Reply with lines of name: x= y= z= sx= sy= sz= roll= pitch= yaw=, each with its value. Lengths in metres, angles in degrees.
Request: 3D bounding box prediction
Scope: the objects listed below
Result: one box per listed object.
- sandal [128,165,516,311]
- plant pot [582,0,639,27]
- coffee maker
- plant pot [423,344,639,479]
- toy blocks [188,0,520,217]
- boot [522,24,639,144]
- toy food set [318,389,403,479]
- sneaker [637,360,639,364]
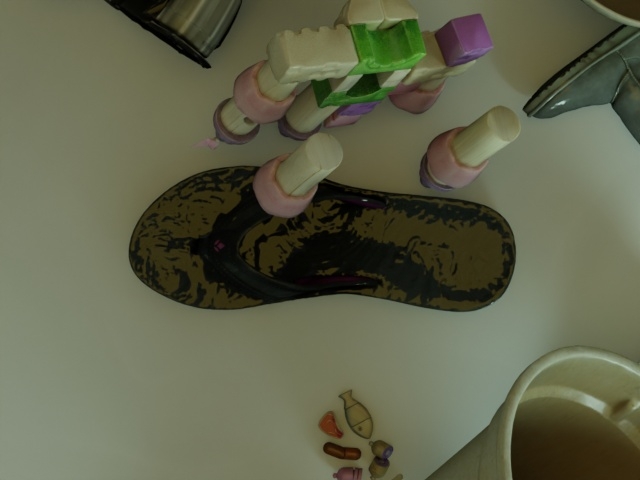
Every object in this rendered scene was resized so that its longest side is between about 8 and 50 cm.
sandal: x=0.001 y=-0.002 z=1.811 sx=0.445 sy=0.107 sz=0.167 roll=1 pitch=88 yaw=0
plant pot: x=0.374 y=-0.361 z=1.777 sx=0.284 sy=0.191 sz=0.284 roll=0 pitch=88 yaw=1
coffee maker: x=-0.148 y=-0.315 z=1.818 sx=0.171 sy=0.120 sz=0.178 roll=35 pitch=88 yaw=2
plant pot: x=0.221 y=0.323 z=1.671 sx=0.334 sy=0.334 sz=0.305 roll=54 pitch=134 yaw=2
toy blocks: x=0.020 y=-0.183 z=1.770 sx=0.288 sy=0.260 sz=0.309 roll=-10 pitch=77 yaw=-26
boot: x=0.363 y=-0.131 z=1.836 sx=0.189 sy=0.076 sz=0.208 roll=-35 pitch=95 yaw=2
toy food set: x=0.039 y=0.243 z=1.846 sx=0.078 sy=0.019 sz=0.122 roll=-36 pitch=88 yaw=-1
sneaker: x=0.345 y=0.211 z=1.778 sx=0.094 sy=0.151 sz=0.256 roll=40 pitch=90 yaw=0
